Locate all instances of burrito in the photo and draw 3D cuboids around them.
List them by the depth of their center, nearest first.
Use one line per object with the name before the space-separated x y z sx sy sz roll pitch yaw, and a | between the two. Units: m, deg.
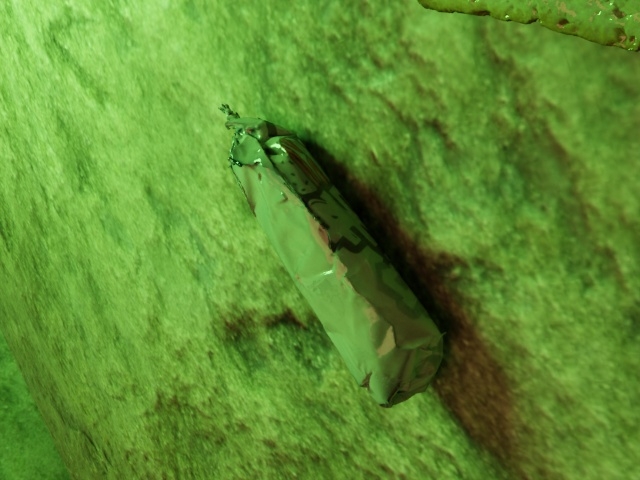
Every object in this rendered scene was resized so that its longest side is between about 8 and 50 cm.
burrito | 0.000 0.000 0.951 0.446 0.101 0.139 57 147 7

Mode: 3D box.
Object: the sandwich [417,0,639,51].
sandwich | 0.189 -0.271 0.558 0.288 0.099 0.254 29 133 37
